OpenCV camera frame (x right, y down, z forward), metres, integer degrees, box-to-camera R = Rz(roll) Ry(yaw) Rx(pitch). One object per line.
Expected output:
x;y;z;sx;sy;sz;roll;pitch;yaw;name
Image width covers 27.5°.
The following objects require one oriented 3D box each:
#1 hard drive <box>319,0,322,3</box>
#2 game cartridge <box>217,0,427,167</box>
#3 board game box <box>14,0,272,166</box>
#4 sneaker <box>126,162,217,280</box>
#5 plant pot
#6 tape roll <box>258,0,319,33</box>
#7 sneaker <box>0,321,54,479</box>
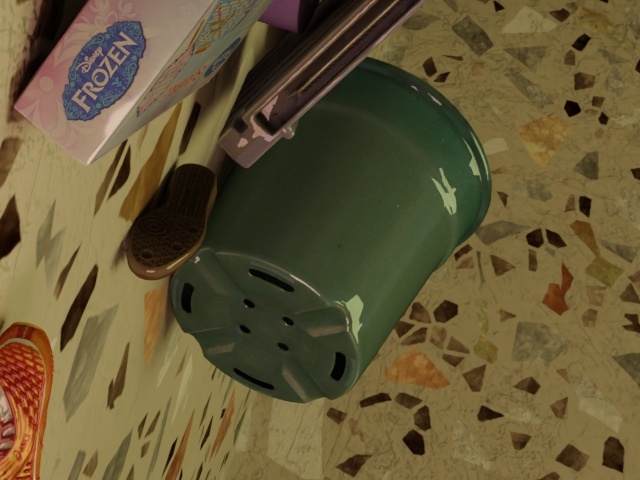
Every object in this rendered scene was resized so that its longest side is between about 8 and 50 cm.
-0.014;-0.263;1.811;0.353;0.047;0.233;104;-5;-49;hard drive
0.043;-0.241;1.396;0.355;0.068;0.230;-41;-168;22;game cartridge
-0.047;-0.221;0.912;0.318;0.066;0.318;-49;-177;18;board game box
-0.145;-0.003;1.309;0.188;0.066;0.071;-65;173;-54;sneaker
0.000;0.000;1.632;0.341;0.341;0.334;103;14;-49;plant pot
-0.031;-0.319;1.375;0.189;0.080;0.189;17;90;-86;tape roll
-0.224;0.143;0.949;0.067;0.064;0.175;-94;-157;-74;sneaker
